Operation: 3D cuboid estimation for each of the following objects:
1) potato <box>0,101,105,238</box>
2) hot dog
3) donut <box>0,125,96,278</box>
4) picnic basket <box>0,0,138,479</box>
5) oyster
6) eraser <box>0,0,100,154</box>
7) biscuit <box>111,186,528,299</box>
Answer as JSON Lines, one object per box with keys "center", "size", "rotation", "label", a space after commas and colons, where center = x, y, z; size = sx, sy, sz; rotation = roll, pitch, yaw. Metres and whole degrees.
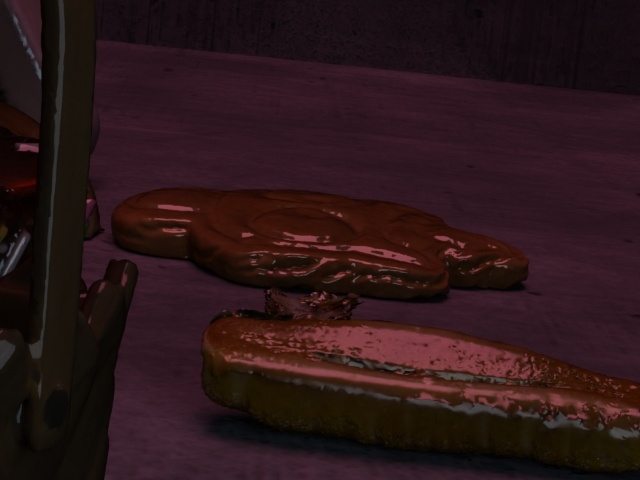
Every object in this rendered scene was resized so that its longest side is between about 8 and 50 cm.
{"center": [-0.340, -0.068, 1.521], "size": [0.299, 0.116, 0.239], "rotation": [3, 17, -9], "label": "potato"}
{"center": [0.067, 0.097, 1.053], "size": [0.289, 0.068, 0.083], "rotation": [11, 35, 1], "label": "hot dog"}
{"center": [-0.304, -0.006, 1.188], "size": [0.259, 0.136, 0.345], "rotation": [16, 17, 32], "label": "donut"}
{"center": [-0.212, 0.029, 0.653], "size": [0.254, 0.321, 0.291], "rotation": [6, 10, 16], "label": "picnic basket"}
{"center": [-0.012, 0.059, 1.274], "size": [0.086, 0.029, 0.132], "rotation": [4, 14, 20], "label": "oyster"}
{"center": [-0.362, -0.167, 1.710], "size": [0.331, 0.331, 0.150], "rotation": [6, 13, 0], "label": "eraser"}
{"center": [0.000, -0.004, 1.531], "size": [0.376, 0.051, 0.269], "rotation": [7, 14, 4], "label": "biscuit"}
